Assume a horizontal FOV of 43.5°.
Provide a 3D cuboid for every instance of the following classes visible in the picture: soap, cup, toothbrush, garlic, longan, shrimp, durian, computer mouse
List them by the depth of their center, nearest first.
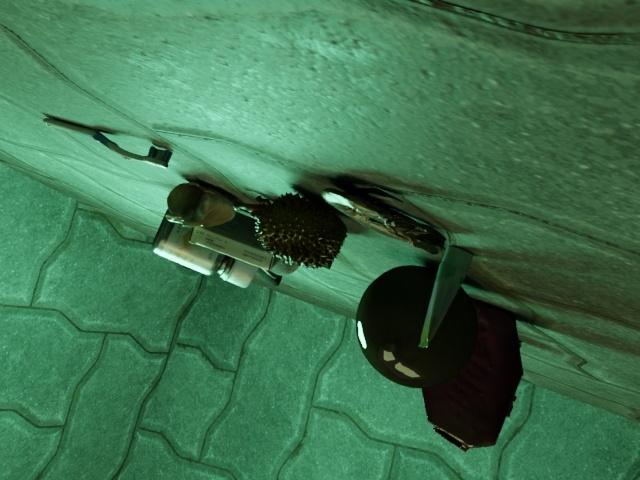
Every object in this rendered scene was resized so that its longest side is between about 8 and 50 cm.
[{"bbox_3d":[0.106,-0.035,1.212,0.219,0.046,0.152,25,175,-11],"label":"shrimp"},{"bbox_3d":[-0.034,-0.016,1.436,0.168,0.137,0.158,10,-167,-5],"label":"durian"},{"bbox_3d":[-0.441,-0.199,1.625,0.386,0.040,0.040,17,171,33],"label":"toothbrush"},{"bbox_3d":[0.192,0.175,1.626,0.258,0.258,0.258,22,172,3],"label":"longan"},{"bbox_3d":[-0.272,-0.084,1.775,0.174,0.099,0.124,21,-168,38],"label":"garlic"},{"bbox_3d":[0.340,0.305,1.812,0.220,0.325,0.127,21,176,25],"label":"soap"},{"bbox_3d":[-0.094,0.033,1.996,0.136,0.099,0.133,20,171,21],"label":"cup"},{"bbox_3d":[-0.160,0.054,2.355,0.147,0.088,0.264,39,173,4],"label":"computer mouse"}]

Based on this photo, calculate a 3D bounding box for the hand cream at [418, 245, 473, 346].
[{"bbox_3d":[0.202,0.097,1.337,0.047,0.174,0.076,22,173,0],"label":"hand cream"}]

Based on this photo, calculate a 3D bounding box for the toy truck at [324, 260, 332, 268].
[{"bbox_3d":[0.000,0.000,1.601,0.065,0.079,0.147,21,170,9],"label":"toy truck"}]

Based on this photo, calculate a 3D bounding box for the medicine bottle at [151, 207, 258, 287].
[{"bbox_3d":[-0.293,0.007,2.128,0.273,0.165,0.165,24,172,-12],"label":"medicine bottle"}]

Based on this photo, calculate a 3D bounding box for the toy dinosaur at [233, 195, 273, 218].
[{"bbox_3d":[-0.109,-0.059,1.615,0.154,0.049,0.055,14,172,22],"label":"toy dinosaur"}]

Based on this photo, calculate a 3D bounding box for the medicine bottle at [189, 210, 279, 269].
[{"bbox_3d":[-0.176,-0.011,1.850,0.201,0.052,0.171,20,-158,8],"label":"medicine bottle"}]
